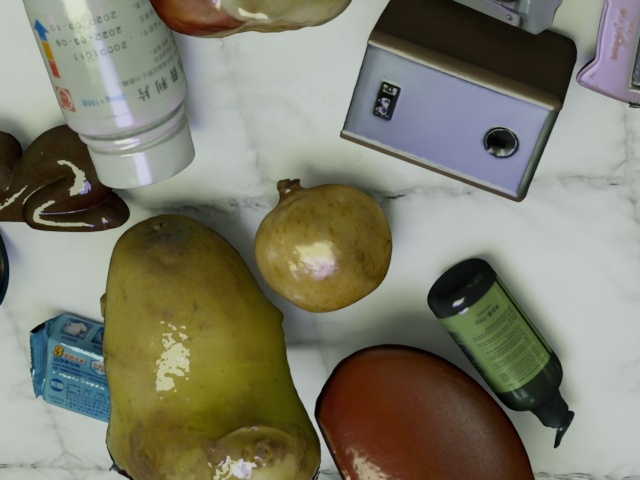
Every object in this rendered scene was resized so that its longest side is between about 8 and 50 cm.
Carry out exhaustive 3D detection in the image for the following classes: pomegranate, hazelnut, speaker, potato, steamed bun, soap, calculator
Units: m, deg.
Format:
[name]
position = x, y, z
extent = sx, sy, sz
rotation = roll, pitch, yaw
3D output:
[pomegranate]
position = 0.000, 0.000, 1.853
extent = 0.196, 0.196, 0.196
rotation = 10, 126, 14
[hazelnut]
position = -0.080, -0.330, 1.606
extent = 0.261, 0.241, 0.261
rotation = -6, 125, -8
[speaker]
position = 0.166, -0.178, 1.649
extent = 0.231, 0.192, 0.153
rotation = 20, 127, 4
[potato]
position = -0.176, 0.151, 1.899
extent = 0.290, 0.397, 0.296
rotation = -13, 125, -9
[steamed bun]
position = 0.157, 0.312, 1.924
extent = 0.248, 0.235, 0.379
rotation = -24, 87, -4
[soap]
position = -0.308, 0.217, 2.170
extent = 0.293, 0.077, 0.156
rotation = 18, 127, 7
[calculator]
position = 0.452, -0.232, 1.606
extent = 0.294, 0.043, 0.194
rotation = 9, 125, 10

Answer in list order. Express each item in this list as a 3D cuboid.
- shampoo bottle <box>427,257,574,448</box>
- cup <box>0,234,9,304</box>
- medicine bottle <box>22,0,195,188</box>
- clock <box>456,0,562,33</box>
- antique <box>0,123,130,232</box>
[shampoo bottle]
position = 0.260, 0.158, 1.906
extent = 0.101, 0.101, 0.284
rotation = -26, 112, 32
[cup]
position = -0.671, 0.051, 2.086
extent = 0.292, 0.242, 0.308
rotation = -31, 112, 36
[medicine bottle]
position = -0.264, -0.221, 1.789
extent = 0.170, 0.170, 0.292
rotation = -1, 122, 21
[clock]
position = 0.186, -0.360, 1.543
extent = 0.186, 0.083, 0.253
rotation = 28, 136, 26
[antique]
position = -0.400, -0.095, 1.961
extent = 0.257, 0.121, 0.143
rotation = 5, 118, 16
